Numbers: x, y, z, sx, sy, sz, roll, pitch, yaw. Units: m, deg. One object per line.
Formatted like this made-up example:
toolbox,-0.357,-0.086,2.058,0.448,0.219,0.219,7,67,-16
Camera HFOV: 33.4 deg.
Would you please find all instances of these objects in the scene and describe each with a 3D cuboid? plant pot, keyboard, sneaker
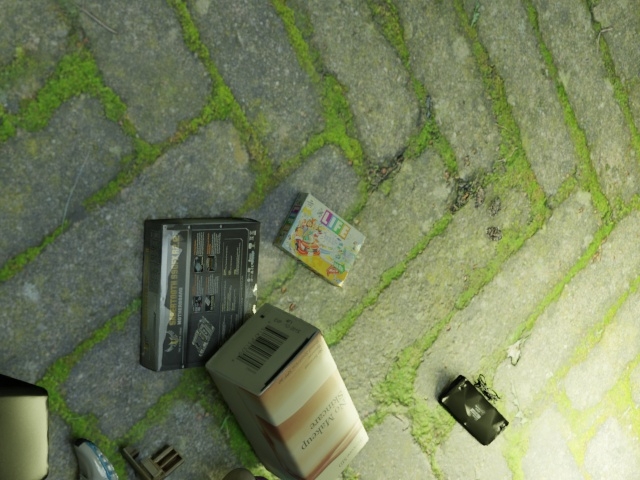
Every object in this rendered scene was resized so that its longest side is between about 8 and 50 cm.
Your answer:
plant pot,-0.462,0.261,1.404,0.167,0.188,0.188,-6,101,-50
keyboard,0.311,0.328,2.132,0.100,0.038,0.192,-43,125,1
sneaker,-0.338,0.385,1.588,0.083,0.071,0.190,-27,113,-27

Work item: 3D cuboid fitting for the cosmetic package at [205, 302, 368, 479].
cosmetic package,-0.047,0.262,1.717,0.153,0.129,0.296,-47,138,-23

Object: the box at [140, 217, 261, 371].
box,-0.186,0.081,1.667,0.183,0.056,0.230,-3,99,-38

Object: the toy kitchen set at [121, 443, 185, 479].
toy kitchen set,-0.256,0.330,1.648,0.075,0.083,0.068,-38,77,-28

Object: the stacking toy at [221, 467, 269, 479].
stacking toy,-0.017,0.489,1.754,0.330,0.141,0.141,24,81,-19

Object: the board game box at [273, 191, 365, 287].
board game box,0.000,0.000,1.824,0.154,0.026,0.103,36,74,-37
